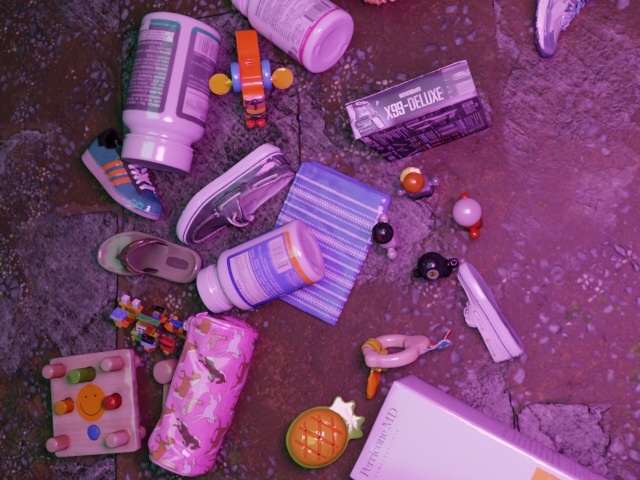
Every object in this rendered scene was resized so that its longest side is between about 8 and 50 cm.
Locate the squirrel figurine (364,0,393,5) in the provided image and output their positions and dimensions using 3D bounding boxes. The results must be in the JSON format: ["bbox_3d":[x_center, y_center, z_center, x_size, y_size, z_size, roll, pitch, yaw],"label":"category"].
[{"bbox_3d":[0.131,-0.736,1.474,0.371,0.281,0.396,0,110,19],"label":"squirrel figurine"}]

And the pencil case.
[{"bbox_3d":[-0.280,0.360,1.561,0.167,0.160,0.386,18,91,35],"label":"pencil case"}]

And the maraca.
[{"bbox_3d":[0.011,0.431,1.484,0.186,0.099,0.127,-30,82,-12],"label":"maraca"}]

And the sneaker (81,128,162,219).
[{"bbox_3d":[-0.504,-0.179,1.726,0.302,0.108,0.121,42,103,20],"label":"sneaker"}]

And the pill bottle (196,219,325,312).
[{"bbox_3d":[-0.140,0.069,1.513,0.272,0.152,0.152,-23,77,17],"label":"pill bottle"}]

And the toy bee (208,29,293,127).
[{"bbox_3d":[-0.178,-0.364,1.617,0.195,0.162,0.298,12,56,6],"label":"toy bee"}]

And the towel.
[{"bbox_3d":[0.000,0.000,1.570,0.243,0.040,0.336,26,95,19],"label":"towel"}]

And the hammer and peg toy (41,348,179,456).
[{"bbox_3d":[-0.526,0.411,1.658,0.361,0.127,0.265,-9,81,19],"label":"hammer and peg toy"}]

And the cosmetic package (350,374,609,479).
[{"bbox_3d":[0.319,0.481,1.331,0.453,0.161,0.230,25,93,21],"label":"cosmetic package"}]

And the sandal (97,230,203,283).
[{"bbox_3d":[-0.446,0.039,1.692,0.303,0.086,0.120,7,86,20],"label":"sandal"}]

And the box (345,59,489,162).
[{"bbox_3d":[0.213,-0.255,1.370,0.243,0.307,0.076,-18,82,18],"label":"box"}]

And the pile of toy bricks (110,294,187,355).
[{"bbox_3d":[-0.435,0.236,1.672,0.212,0.118,0.105,20,130,10],"label":"pile of toy bricks"}]

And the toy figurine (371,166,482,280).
[{"bbox_3d":[0.229,-0.032,1.425,0.210,0.148,0.213,36,97,19],"label":"toy figurine"}]

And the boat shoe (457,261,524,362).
[{"bbox_3d":[0.339,0.157,1.392,0.076,0.083,0.226,-33,82,22],"label":"boat shoe"}]

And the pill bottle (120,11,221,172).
[{"bbox_3d":[-0.379,-0.362,1.650,0.204,0.204,0.361,10,87,20],"label":"pill bottle"}]

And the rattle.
[{"bbox_3d":[0.196,0.274,1.442,0.200,0.130,0.142,-7,89,-3],"label":"rattle"}]

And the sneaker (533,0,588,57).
[{"bbox_3d":[0.525,-0.525,1.396,0.122,0.110,0.282,11,88,17],"label":"sneaker"}]

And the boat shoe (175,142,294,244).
[{"bbox_3d":[-0.209,-0.091,1.602,0.335,0.121,0.119,-42,68,9],"label":"boat shoe"}]

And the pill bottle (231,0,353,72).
[{"bbox_3d":[-0.072,-0.543,1.583,0.283,0.160,0.160,42,99,19],"label":"pill bottle"}]
